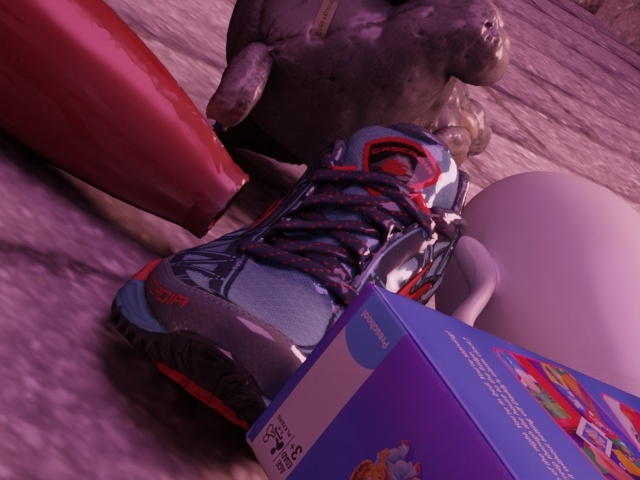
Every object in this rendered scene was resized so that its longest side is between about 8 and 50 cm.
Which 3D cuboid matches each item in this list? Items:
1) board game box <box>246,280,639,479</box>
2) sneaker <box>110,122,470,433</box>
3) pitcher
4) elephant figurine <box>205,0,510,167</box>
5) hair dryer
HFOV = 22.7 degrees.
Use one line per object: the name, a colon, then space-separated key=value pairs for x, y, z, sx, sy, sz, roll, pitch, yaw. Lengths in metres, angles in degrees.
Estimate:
board game box: x=0.144 y=0.176 z=0.515 sx=0.233 sy=0.078 sz=0.347 roll=24 pitch=21 yaw=-40
sneaker: x=0.000 y=0.000 z=0.682 sx=0.104 sy=0.125 sz=0.262 roll=34 pitch=16 yaw=6
pitcher: x=0.111 y=0.046 z=0.787 sx=0.178 sy=0.125 sz=0.207 roll=35 pitch=25 yaw=-32
elephant figurine: x=0.028 y=-0.069 z=0.914 sx=0.186 sy=0.239 sz=0.169 roll=-3 pitch=55 yaw=-4
hair dryer: x=-0.124 y=-0.105 z=0.798 sx=0.224 sy=0.080 sz=0.293 roll=19 pitch=24 yaw=-47
